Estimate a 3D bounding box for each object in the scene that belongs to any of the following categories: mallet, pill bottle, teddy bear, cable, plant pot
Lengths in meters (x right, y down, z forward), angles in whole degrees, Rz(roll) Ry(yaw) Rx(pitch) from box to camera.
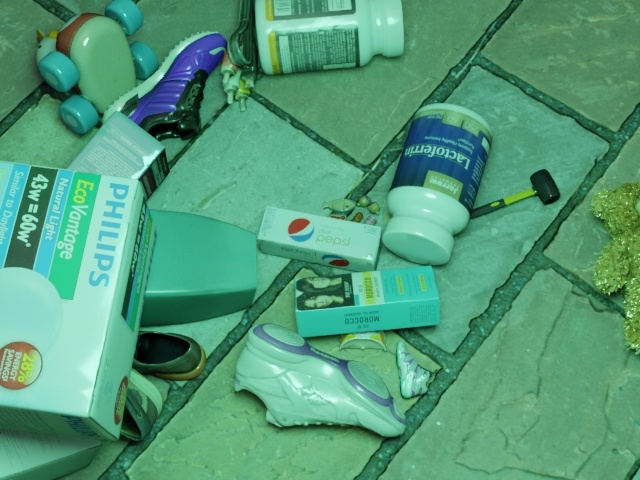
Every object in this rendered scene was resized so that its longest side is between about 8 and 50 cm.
[{"bbox_3d":[0.343,-0.081,1.705,0.190,0.039,0.062,-14,66,2],"label":"mallet"},{"bbox_3d":[0.017,-0.413,1.799,0.279,0.162,0.162,-5,66,1],"label":"pill bottle"},{"bbox_3d":[0.206,-0.099,1.654,0.153,0.153,0.264,15,69,10],"label":"pill bottle"},{"bbox_3d":[0.582,0.045,1.592,0.245,0.113,0.337,9,67,5],"label":"teddy bear"},{"bbox_3d":[-0.166,-0.405,1.822,0.072,0.139,0.287,-9,62,10],"label":"cable"},{"bbox_3d":[-0.231,0.051,1.611,0.234,0.165,0.165,2,66,-10],"label":"plant pot"}]

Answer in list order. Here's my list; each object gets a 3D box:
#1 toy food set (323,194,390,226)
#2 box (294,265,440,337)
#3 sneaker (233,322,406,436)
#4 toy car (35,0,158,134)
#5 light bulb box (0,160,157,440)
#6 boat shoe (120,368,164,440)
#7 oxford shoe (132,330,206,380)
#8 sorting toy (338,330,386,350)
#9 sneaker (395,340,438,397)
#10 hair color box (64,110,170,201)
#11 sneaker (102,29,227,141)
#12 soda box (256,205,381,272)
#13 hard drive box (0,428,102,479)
[{"bbox_3d":[0.067,-0.048,1.712,0.122,0.019,0.077,-6,66,1],"label":"toy food set"},{"bbox_3d":[0.079,0.105,1.600,0.244,0.060,0.100,-6,33,1],"label":"box"},{"bbox_3d":[-0.003,0.260,1.551,0.305,0.114,0.152,28,106,3],"label":"sneaker"},{"bbox_3d":[-0.485,-0.364,1.799,0.238,0.210,0.219,24,59,26],"label":"toy car"},{"bbox_3d":[-0.458,0.086,1.359,0.361,0.225,0.357,7,70,0],"label":"light bulb box"},{"bbox_3d":[-0.383,0.227,1.507,0.285,0.092,0.103,40,114,-19],"label":"boat shoe"},{"bbox_3d":[-0.338,0.186,1.591,0.272,0.098,0.096,-2,66,3],"label":"oxford shoe"},{"bbox_3d":[0.074,0.152,1.619,0.083,0.044,0.075,0,47,4],"label":"sorting toy"},{"bbox_3d":[0.167,0.219,1.583,0.069,0.038,0.098,-6,76,-1],"label":"sneaker"},{"bbox_3d":[-0.425,-0.032,1.618,0.114,0.185,0.374,38,79,1],"label":"hair color box"},{"bbox_3d":[-0.268,-0.273,1.793,0.293,0.102,0.146,-44,73,-8],"label":"sneaker"},{"bbox_3d":[0.000,0.000,1.666,0.216,0.074,0.069,11,68,9],"label":"soda box"},{"bbox_3d":[-0.501,0.308,1.489,0.232,0.089,0.181,-11,59,-42],"label":"hard drive box"}]
